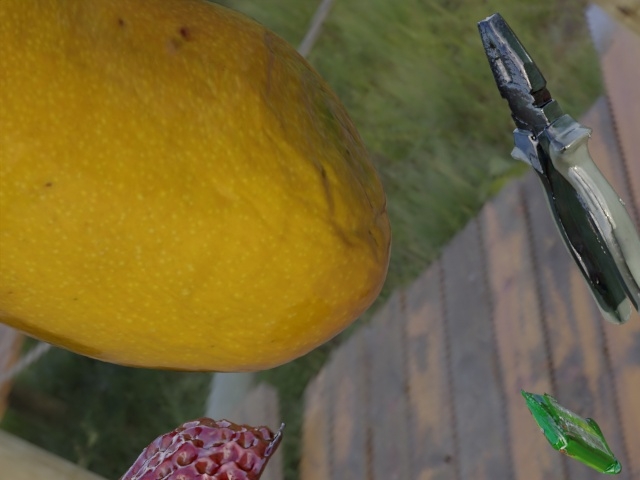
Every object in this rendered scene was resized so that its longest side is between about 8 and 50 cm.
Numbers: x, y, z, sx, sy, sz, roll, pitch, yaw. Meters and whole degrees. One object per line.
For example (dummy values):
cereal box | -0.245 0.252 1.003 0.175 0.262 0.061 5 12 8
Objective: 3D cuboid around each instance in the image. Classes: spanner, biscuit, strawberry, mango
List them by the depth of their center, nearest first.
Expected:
mango | -0.100 -0.038 0.744 0.187 0.359 0.144 -55 41 10
biscuit | 0.158 0.122 0.985 0.016 0.089 0.046 -40 52 16
spanner | 0.226 -0.061 1.435 0.040 0.324 0.096 -34 12 -24
strawberry | -0.160 0.302 1.530 0.280 0.150 0.253 -62 -3 -54
